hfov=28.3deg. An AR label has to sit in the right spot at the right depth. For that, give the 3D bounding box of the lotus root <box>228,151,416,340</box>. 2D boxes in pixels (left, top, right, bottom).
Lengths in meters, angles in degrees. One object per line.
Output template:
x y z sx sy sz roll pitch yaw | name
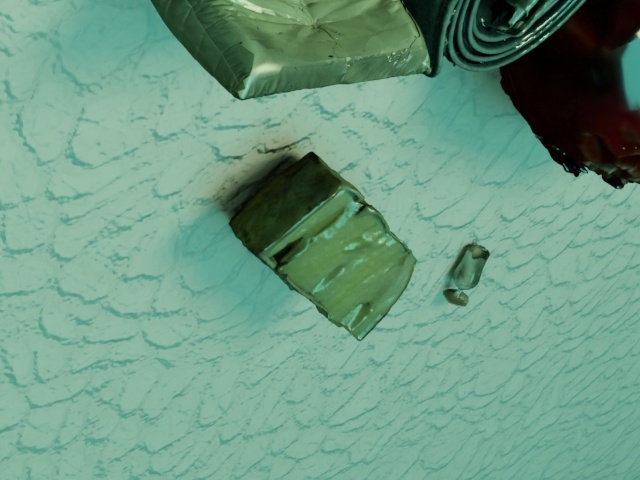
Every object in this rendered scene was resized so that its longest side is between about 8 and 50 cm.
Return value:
0.000 0.000 1.300 0.119 0.138 0.235 -47 147 -1 | lotus root

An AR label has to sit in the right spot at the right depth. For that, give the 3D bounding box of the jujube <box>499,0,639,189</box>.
0.321 -0.189 1.331 0.258 0.258 0.377 -46 157 6 | jujube

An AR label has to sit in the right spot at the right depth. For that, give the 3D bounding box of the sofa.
-0.007 -0.246 0.962 0.210 0.176 0.225 -12 137 -38 | sofa

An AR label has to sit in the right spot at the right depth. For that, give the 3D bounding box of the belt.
0.167 -0.254 1.105 0.206 0.116 0.267 6 127 -54 | belt

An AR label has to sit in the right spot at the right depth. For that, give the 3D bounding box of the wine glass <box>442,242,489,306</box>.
0.191 0.043 1.641 0.042 0.039 0.083 -6 129 -39 | wine glass
